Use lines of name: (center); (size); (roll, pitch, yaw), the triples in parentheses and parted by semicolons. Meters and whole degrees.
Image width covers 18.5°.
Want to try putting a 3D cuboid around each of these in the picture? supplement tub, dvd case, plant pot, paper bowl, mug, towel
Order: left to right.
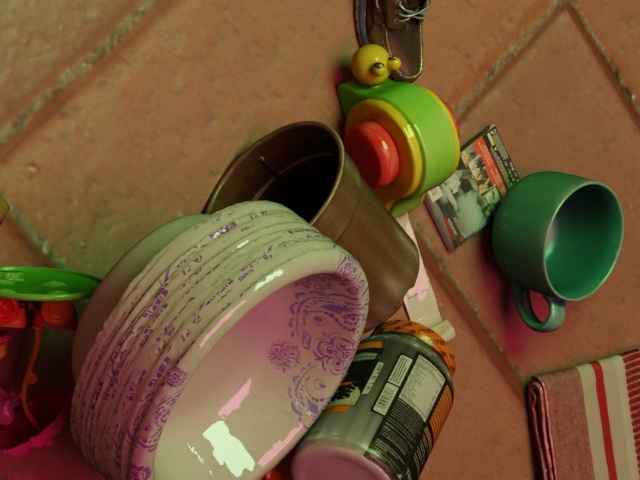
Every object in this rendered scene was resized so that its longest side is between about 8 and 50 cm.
paper bowl: (-0.103, 0.092, 1.707); (0.284, 0.148, 0.284); (-40, 152, -27)
plant pot: (0.000, 0.000, 1.896); (0.165, 0.167, 0.167); (44, 67, -36)
supplement tub: (0.056, 0.170, 1.866); (0.117, 0.117, 0.190); (55, 40, -23)
dvd case: (0.161, -0.057, 2.089); (0.119, 0.013, 0.087); (-39, 112, -30)
mug: (0.237, 0.001, 2.085); (0.158, 0.097, 0.129); (-52, 131, -18)
towel: (0.373, 0.239, 2.234); (0.329, 0.037, 0.237); (-11, 95, -36)

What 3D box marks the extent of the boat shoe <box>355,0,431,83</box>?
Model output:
boat shoe: (0.075, -0.245, 1.990); (0.066, 0.066, 0.183); (-22, 104, -33)

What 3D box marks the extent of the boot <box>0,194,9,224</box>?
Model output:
boot: (-0.415, 0.038, 1.632); (0.236, 0.089, 0.270); (24, 75, -13)

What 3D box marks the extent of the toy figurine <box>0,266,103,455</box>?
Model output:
toy figurine: (-0.279, 0.111, 1.733); (0.173, 0.130, 0.159); (3, 99, -13)

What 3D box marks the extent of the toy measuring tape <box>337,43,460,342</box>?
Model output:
toy measuring tape: (0.101, -0.041, 1.985); (0.121, 0.121, 0.330); (-25, 105, -32)

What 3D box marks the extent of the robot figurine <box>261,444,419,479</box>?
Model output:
robot figurine: (-0.032, 0.263, 1.915); (0.291, 0.085, 0.211); (23, 78, -33)
